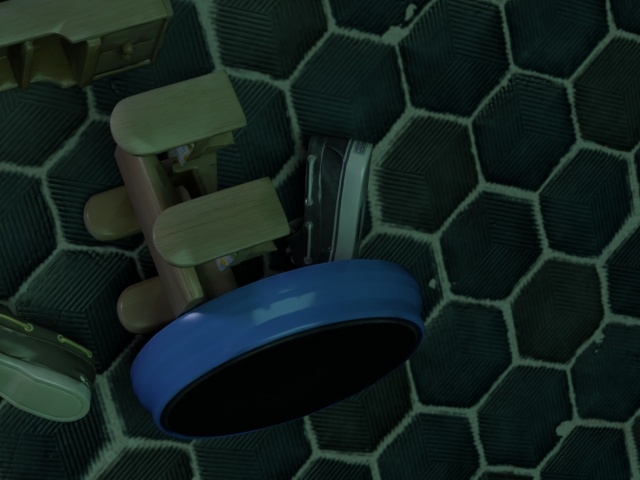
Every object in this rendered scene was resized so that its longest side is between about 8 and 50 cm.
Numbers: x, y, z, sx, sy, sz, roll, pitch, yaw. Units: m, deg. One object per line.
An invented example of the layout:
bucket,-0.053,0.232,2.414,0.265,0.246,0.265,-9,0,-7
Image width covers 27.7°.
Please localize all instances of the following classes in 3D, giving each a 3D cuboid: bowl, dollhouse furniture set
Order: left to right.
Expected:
dollhouse furniture set,-0.256,-0.091,1.529,0.256,0.362,0.394,-19,81,-19
bowl,-0.047,0.150,1.666,0.391,0.391,0.077,-13,66,-19

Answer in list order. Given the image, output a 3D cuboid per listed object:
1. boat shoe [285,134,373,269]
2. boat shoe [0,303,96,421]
boat shoe,0.000,0.000,1.791,0.102,0.108,0.301,11,113,8
boat shoe,-0.424,0.129,1.645,0.305,0.091,0.109,29,132,-21
